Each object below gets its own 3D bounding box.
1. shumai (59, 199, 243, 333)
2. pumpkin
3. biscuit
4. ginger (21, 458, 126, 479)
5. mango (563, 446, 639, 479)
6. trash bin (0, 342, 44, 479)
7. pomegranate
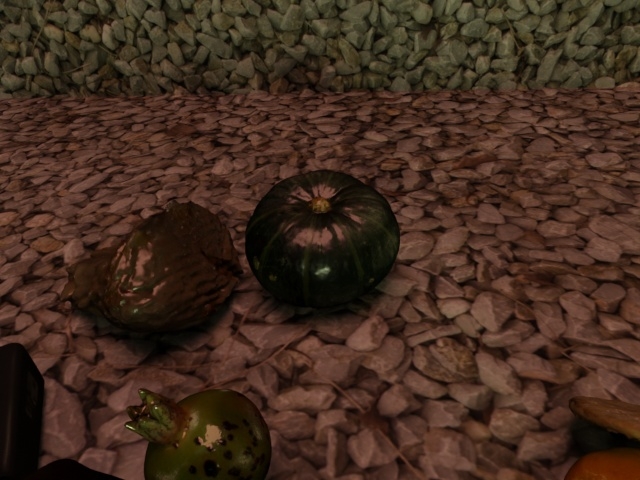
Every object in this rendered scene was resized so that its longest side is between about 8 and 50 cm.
[{"bbox_3d":[-0.333,0.082,0.968,0.283,0.217,0.346,-28,16,21],"label":"shumai"},{"bbox_3d":[0.000,0.000,0.975,0.300,0.207,0.300,1,47,-1],"label":"pumpkin"},{"bbox_3d":[0.428,0.234,0.626,0.219,0.033,0.220,11,-4,1],"label":"biscuit"},{"bbox_3d":[-0.303,0.395,0.461,0.413,0.211,0.358,1,20,-9],"label":"ginger"},{"bbox_3d":[0.410,0.304,0.537,0.289,0.129,0.146,6,9,8],"label":"mango"},{"bbox_3d":[-0.486,0.277,0.691,0.165,0.115,0.225,-17,38,-18],"label":"trash bin"},{"bbox_3d":[-0.152,0.253,0.623,0.159,0.205,0.159,-25,37,20],"label":"pomegranate"}]
